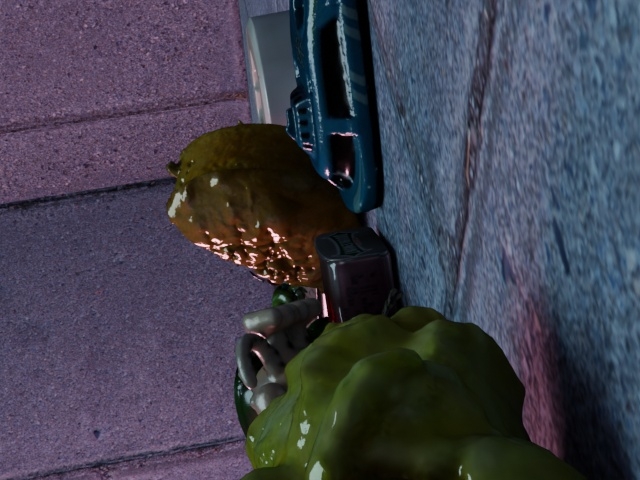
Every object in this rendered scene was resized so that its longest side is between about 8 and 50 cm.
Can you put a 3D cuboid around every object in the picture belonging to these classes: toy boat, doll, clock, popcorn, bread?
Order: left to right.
[{"bbox_3d":[-0.048,-0.049,1.280,0.139,0.229,0.143,-43,37,37],"label":"bread"},{"bbox_3d":[-0.052,-0.207,1.623,0.230,0.083,0.230,173,90,-86],"label":"clock"},{"bbox_3d":[-0.004,0.190,1.050,0.154,0.119,0.278,-27,-82,-59],"label":"doll"},{"bbox_3d":[-0.002,-0.163,1.087,0.134,0.092,0.298,-117,19,-64],"label":"toy boat"},{"bbox_3d":[0.043,0.163,0.593,0.255,0.195,0.256,93,176,-63],"label":"popcorn"}]

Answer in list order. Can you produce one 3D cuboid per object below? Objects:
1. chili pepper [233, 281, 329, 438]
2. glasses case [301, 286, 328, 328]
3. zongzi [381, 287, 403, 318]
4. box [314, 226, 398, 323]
[{"bbox_3d":[-0.012,0.160,1.413,0.165,0.174,0.260,-44,-54,-61],"label":"chili pepper"},{"bbox_3d":[0.004,0.059,1.583,0.299,0.060,0.114,87,172,-53],"label":"glasses case"},{"bbox_3d":[0.071,0.165,1.038,0.189,0.081,0.178,-93,-17,-53],"label":"zongzi"},{"bbox_3d":[0.047,0.107,1.154,0.120,0.069,0.224,-117,17,-74],"label":"box"}]
